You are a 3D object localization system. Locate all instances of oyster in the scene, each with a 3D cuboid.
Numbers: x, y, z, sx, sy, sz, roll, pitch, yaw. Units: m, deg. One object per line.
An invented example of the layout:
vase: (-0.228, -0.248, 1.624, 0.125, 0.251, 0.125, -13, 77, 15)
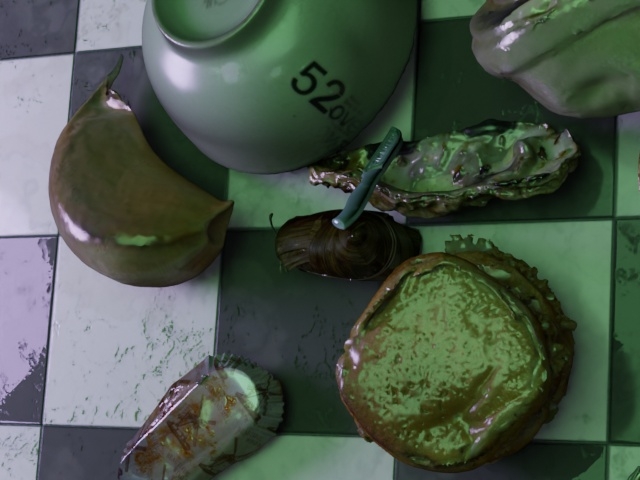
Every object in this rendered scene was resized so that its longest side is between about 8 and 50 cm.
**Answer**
oyster: (0.138, -0.082, 1.878, 0.345, 0.078, 0.128, -3, 47, 30)

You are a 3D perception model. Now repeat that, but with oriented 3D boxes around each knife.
knife: (0.059, -0.074, 1.835, 0.028, 0.210, 0.015, -11, 119, 31)

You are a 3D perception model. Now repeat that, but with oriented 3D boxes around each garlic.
garlic: (-0.243, -0.067, 2.045, 0.196, 0.151, 0.338, -39, 52, 1)

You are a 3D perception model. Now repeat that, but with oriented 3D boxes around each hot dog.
hot dog: (-0.152, 0.239, 1.961, 0.253, 0.069, 0.131, -44, 73, 15)

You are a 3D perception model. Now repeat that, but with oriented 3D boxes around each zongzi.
zongzi: (0.000, 0.000, 1.864, 0.187, 0.184, 0.084, 2, 84, 27)

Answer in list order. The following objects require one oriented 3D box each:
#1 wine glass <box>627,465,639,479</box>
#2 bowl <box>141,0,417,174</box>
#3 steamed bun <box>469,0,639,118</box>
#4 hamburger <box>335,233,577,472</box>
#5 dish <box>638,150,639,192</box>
wine glass: (0.394, 0.284, 1.676, 0.155, 0.072, 0.072, 30, 94, 29)
bowl: (-0.079, -0.272, 1.935, 0.354, 0.185, 0.353, -11, 67, 27)
steamed bun: (0.278, -0.320, 1.704, 0.352, 0.247, 0.339, -48, 37, 21)
hamburger: (0.155, 0.118, 1.748, 0.245, 0.211, 0.260, -7, 81, 21)
dish: (0.470, -0.072, 1.702, 0.260, 0.085, 0.260, -4, 80, 25)
